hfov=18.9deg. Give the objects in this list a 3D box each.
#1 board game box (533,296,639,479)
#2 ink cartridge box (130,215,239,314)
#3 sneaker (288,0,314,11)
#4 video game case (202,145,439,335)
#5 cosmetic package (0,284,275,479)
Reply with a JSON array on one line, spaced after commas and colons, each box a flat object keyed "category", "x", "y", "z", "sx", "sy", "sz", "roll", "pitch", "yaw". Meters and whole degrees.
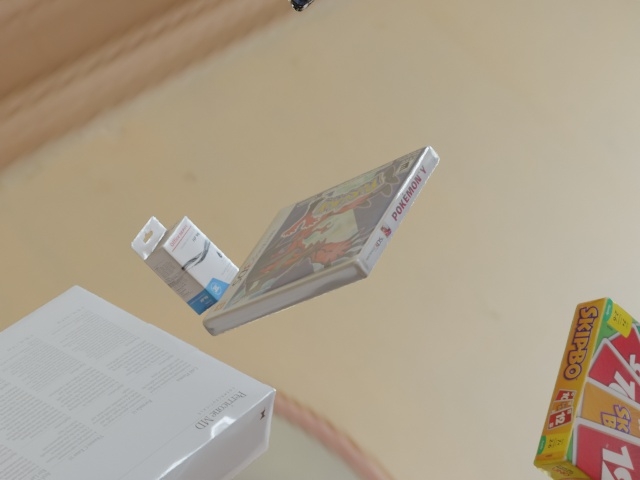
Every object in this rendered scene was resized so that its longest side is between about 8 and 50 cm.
[{"category": "board game box", "x": 0.248, "y": 0.158, "z": 1.286, "sx": 0.259, "sy": 0.039, "sz": 0.124, "roll": 39, "pitch": -125, "yaw": -30}, {"category": "ink cartridge box", "x": -0.113, "y": 0.015, "z": 1.602, "sx": 0.028, "sy": 0.083, "sz": 0.048, "roll": -36, "pitch": 14, "yaw": 39}, {"category": "sneaker", "x": 0.014, "y": -0.260, "z": 1.492, "sx": 0.080, "sy": 0.081, "sz": 0.211, "roll": -40, "pitch": 7, "yaw": 38}, {"category": "video game case", "x": 0.000, "y": 0.000, "z": 1.778, "sx": 0.201, "sy": 0.023, "sz": 0.183, "roll": -22, "pitch": 24, "yaw": 40}, {"category": "cosmetic package", "x": -0.270, "y": 0.213, "z": 2.011, "sx": 0.377, "sy": 0.284, "sz": 0.097, "roll": -35, "pitch": -40, "yaw": -47}]
